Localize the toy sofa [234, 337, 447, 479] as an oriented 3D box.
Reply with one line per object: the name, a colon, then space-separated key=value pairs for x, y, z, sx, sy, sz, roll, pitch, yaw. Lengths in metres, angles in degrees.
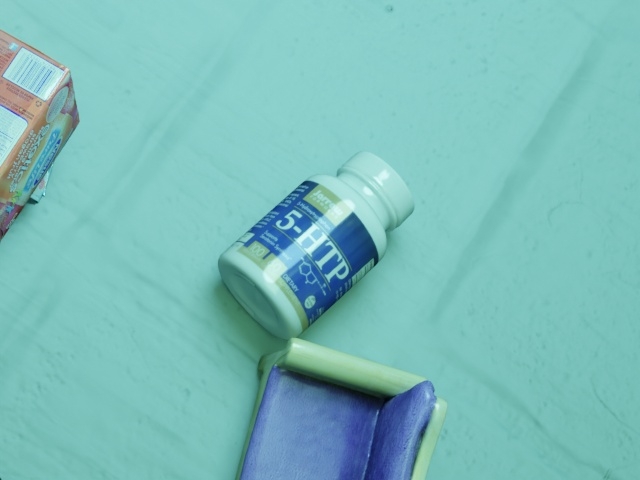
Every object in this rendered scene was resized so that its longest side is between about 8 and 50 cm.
toy sofa: x=-0.013 y=0.284 z=1.520 sx=0.150 sy=0.177 sz=0.362 roll=18 pitch=78 yaw=-13

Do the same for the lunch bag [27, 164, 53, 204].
lunch bag: x=-0.301 y=-0.076 z=1.560 sx=0.083 sy=0.053 sz=0.071 roll=14 pitch=76 yaw=-3

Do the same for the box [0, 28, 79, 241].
box: x=-0.386 y=-0.143 z=1.468 sx=0.300 sy=0.142 sz=0.154 roll=29 pitch=74 yaw=4

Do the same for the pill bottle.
pill bottle: x=0.000 y=0.000 z=1.603 sx=0.186 sy=0.112 sz=0.112 roll=-43 pitch=94 yaw=-18

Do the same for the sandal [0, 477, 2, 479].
sandal: x=-0.386 y=0.387 z=1.392 sx=0.167 sy=0.107 sz=0.446 roll=14 pitch=70 yaw=16
